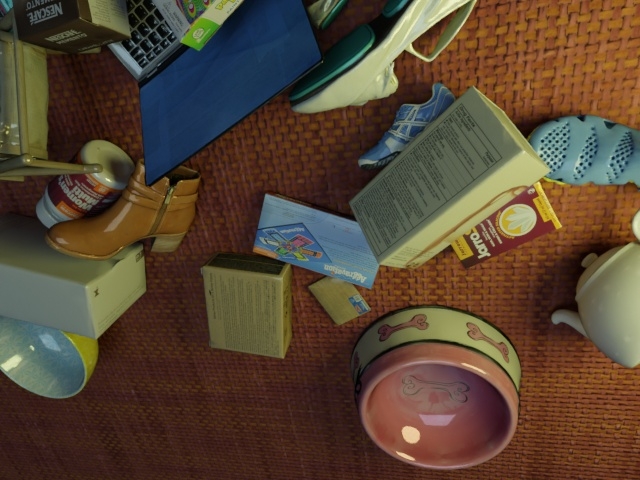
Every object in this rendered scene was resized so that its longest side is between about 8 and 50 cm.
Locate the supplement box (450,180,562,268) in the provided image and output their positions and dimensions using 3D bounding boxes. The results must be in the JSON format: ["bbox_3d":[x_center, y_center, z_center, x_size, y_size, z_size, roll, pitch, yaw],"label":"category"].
[{"bbox_3d":[0.337,-0.039,0.813,0.188,0.081,0.104,-29,107,23],"label":"supplement box"}]

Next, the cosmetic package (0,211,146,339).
[{"bbox_3d":[-0.643,0.073,1.003,0.384,0.217,0.156,14,118,7],"label":"cosmetic package"}]

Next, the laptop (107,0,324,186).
[{"bbox_3d":[-0.250,-0.379,0.676,0.381,0.236,0.408,-28,116,22],"label":"laptop"}]

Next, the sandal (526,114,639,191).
[{"bbox_3d":[0.501,-0.137,0.689,0.316,0.138,0.126,8,101,7],"label":"sandal"}]

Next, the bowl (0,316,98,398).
[{"bbox_3d":[-0.712,0.261,1.141,0.289,0.156,0.290,5,117,9],"label":"bowl"}]

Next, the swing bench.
[{"bbox_3d":[-0.564,-0.249,0.789,0.254,0.165,0.254,-1,92,21],"label":"swing bench"}]

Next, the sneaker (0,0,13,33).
[{"bbox_3d":[-0.649,-0.485,0.785,0.295,0.124,0.178,42,107,-11],"label":"sneaker"}]

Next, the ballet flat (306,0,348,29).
[{"bbox_3d":[0.041,-0.427,0.700,0.168,0.057,0.052,-37,94,25],"label":"ballet flat"}]

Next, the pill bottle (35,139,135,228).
[{"bbox_3d":[-0.521,-0.112,0.936,0.221,0.121,0.121,-33,105,24],"label":"pill bottle"}]

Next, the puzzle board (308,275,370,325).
[{"bbox_3d":[0.045,0.135,1.001,0.096,0.011,0.128,-30,107,22],"label":"puzzle board"}]

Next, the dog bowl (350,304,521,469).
[{"bbox_3d":[0.263,0.359,0.987,0.407,0.150,0.409,5,116,10],"label":"dog bowl"}]

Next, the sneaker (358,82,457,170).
[{"bbox_3d":[0.156,-0.203,0.780,0.211,0.080,0.081,-32,100,14],"label":"sneaker"}]

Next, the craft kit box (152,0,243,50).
[{"bbox_3d":[-0.172,-0.455,0.597,0.246,0.061,0.250,-37,85,19],"label":"craft kit box"}]

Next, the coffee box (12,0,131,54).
[{"bbox_3d":[-0.400,-0.441,0.661,0.141,0.098,0.247,-4,97,22],"label":"coffee box"}]

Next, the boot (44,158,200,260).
[{"bbox_3d":[-0.395,-0.065,0.873,0.283,0.109,0.220,5,133,-34],"label":"boot"}]

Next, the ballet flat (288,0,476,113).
[{"bbox_3d":[0.121,-0.323,0.704,0.400,0.139,0.139,-38,103,24],"label":"ballet flat"}]

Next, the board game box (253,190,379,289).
[{"bbox_3d":[0.000,0.000,0.929,0.280,0.027,0.145,18,112,3],"label":"board game box"}]

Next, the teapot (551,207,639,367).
[{"bbox_3d":[0.568,0.087,0.769,0.256,0.187,0.252,-42,145,7],"label":"teapot"}]

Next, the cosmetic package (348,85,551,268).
[{"bbox_3d":[0.210,-0.092,0.740,0.129,0.153,0.296,9,140,-44],"label":"cosmetic package"}]

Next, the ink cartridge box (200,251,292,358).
[{"bbox_3d":[-0.169,0.155,1.012,0.193,0.088,0.235,8,118,10],"label":"ink cartridge box"}]
